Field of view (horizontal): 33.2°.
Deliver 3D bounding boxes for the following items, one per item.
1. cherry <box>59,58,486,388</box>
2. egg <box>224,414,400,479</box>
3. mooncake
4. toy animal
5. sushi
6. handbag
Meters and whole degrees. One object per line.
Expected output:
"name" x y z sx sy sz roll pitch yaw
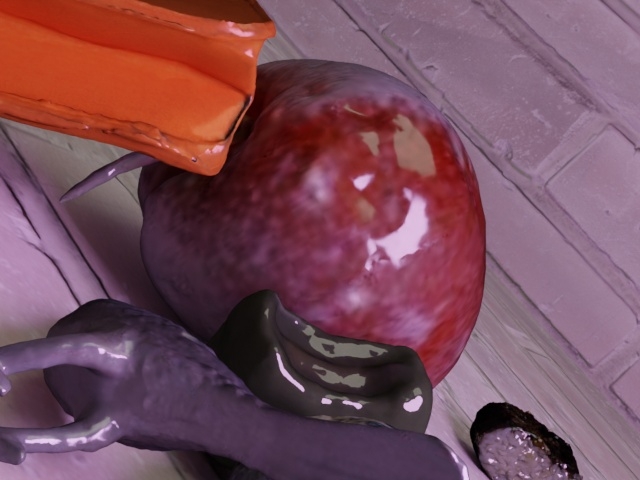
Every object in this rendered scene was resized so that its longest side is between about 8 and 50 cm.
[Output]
"cherry" -0.008 -0.004 0.961 0.326 0.291 0.335 33 -19 32
"egg" 0.005 0.178 0.670 0.181 0.141 0.141 19 28 -54
"mooncake" -0.005 0.117 0.785 0.104 0.175 0.168 -118 -159 -64
"toy animal" -0.110 0.083 0.608 0.205 0.081 0.367 5 6 -36
"sushi" 0.249 0.265 1.315 0.150 0.090 0.078 37 22 -10
"handbag" -0.251 -0.184 0.781 0.410 0.116 0.303 15 19 -16
